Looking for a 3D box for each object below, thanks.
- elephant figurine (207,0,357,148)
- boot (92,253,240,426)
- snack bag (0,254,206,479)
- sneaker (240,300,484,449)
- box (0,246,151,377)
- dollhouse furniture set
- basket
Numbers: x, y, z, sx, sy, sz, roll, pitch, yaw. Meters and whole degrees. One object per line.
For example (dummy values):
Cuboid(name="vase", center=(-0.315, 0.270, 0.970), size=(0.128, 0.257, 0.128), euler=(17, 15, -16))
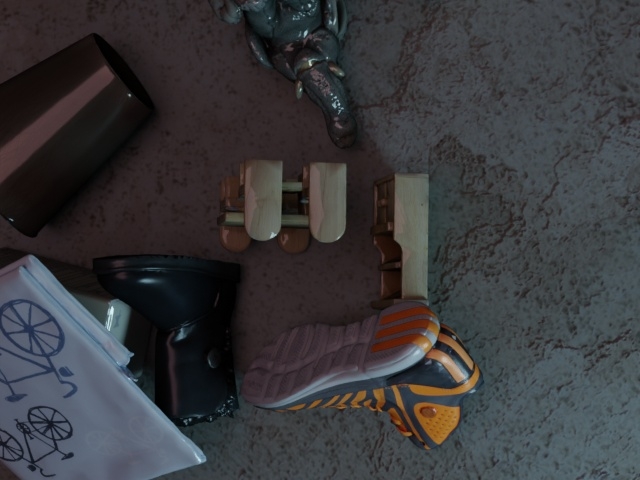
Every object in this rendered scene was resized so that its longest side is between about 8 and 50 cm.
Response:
Cuboid(name="elephant figurine", center=(-0.032, -0.261, 1.616), size=(0.169, 0.239, 0.186), euler=(9, 56, 35))
Cuboid(name="boot", center=(-0.180, 0.123, 1.580), size=(0.094, 0.246, 0.207), euler=(-3, 83, 32))
Cuboid(name="snack bag", center=(-0.333, 0.189, 1.578), size=(0.323, 0.037, 0.342), euler=(-26, 114, 38))
Cuboid(name="sneaker", center=(0.056, 0.187, 1.572), size=(0.321, 0.180, 0.125), euler=(-15, 40, 43))
Cuboid(name="box", center=(-0.349, 0.100, 1.663), size=(0.232, 0.148, 0.127), euler=(14, 99, 15))
Cuboid(name="dollhouse furniture set", center=(0.000, 0.000, 1.557), size=(0.242, 0.212, 0.161), euler=(2, 86, -13))
Cuboid(name="basket", center=(-0.344, -0.153, 1.684), size=(0.227, 0.154, 0.204), euler=(-37, 77, 6))
